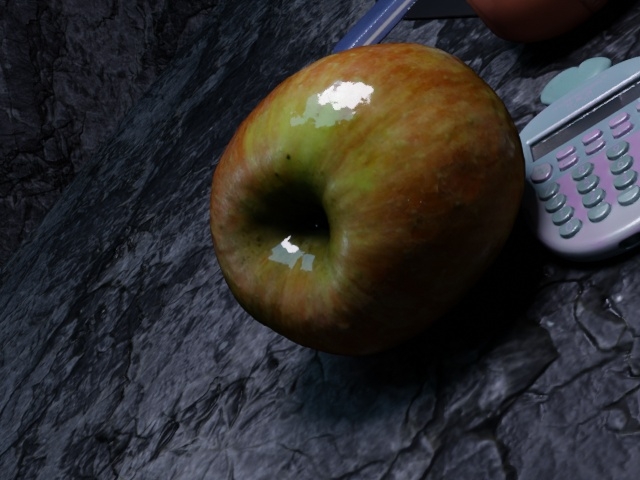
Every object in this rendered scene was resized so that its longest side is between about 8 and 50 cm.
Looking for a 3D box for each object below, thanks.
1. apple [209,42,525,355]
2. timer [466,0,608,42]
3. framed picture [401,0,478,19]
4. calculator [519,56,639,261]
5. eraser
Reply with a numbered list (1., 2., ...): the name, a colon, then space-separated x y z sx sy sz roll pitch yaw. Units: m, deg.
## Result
1. apple: 0.052 -0.041 0.888 0.309 0.277 0.250 -22 0 36
2. timer: 0.262 -0.361 1.100 0.215 0.229 0.229 -38 24 18
3. framed picture: 0.287 -0.457 1.493 0.255 0.014 0.339 -48 23 -5
4. calculator: 0.269 -0.089 0.875 0.185 0.041 0.298 -34 28 25
5. eraser: 0.107 -0.403 1.672 0.225 0.036 0.082 -46 23 -2
